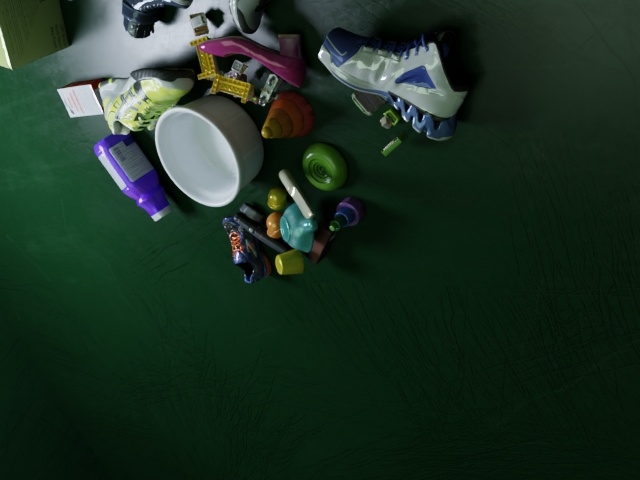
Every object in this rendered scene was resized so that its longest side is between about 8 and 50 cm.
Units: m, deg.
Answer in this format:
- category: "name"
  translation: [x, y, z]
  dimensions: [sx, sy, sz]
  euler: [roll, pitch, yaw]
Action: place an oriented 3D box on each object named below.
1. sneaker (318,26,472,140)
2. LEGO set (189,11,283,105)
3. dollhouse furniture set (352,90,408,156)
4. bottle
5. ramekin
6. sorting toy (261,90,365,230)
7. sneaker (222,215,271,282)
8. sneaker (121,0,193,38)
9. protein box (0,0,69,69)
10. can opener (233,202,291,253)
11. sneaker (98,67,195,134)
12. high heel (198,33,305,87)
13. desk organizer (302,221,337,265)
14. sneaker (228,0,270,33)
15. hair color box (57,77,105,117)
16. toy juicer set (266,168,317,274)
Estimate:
- category: "sneaker"
  translation: [0.171, -0.355, 1.311]
  dimensions: [0.315, 0.127, 0.182]
  euler: [34, 133, 3]
- category: "LEGO set"
  translation: [-0.218, -0.413, 1.605]
  dimensions: [0.287, 0.107, 0.132]
  euler: [42, 103, 11]
- category: "dollhouse furniture set"
  translation: [0.119, -0.262, 1.445]
  dimensions: [0.152, 0.076, 0.058]
  euler: [48, 137, -4]
- category: "bottle"
  translation: [-0.548, -0.190, 1.993]
  dimensions: [0.092, 0.118, 0.283]
  euler: [-23, 107, 43]
- category: "ramekin"
  translation: [-0.279, -0.238, 1.731]
  dimensions: [0.277, 0.135, 0.277]
  euler: [21, 132, 25]
- category: "sorting toy"
  translation: [-0.030, -0.173, 1.594]
  dimensions: [0.127, 0.126, 0.366]
  euler: [-21, 106, 45]
- category: "sneaker"
  translation: [-0.219, 0.027, 1.922]
  dimensions: [0.083, 0.087, 0.221]
  euler: [-13, 113, 42]
- category: "sneaker"
  translation: [-0.394, -0.552, 1.606]
  dimensions: [0.226, 0.086, 0.163]
  euler: [34, 126, 27]
- category: "protein box"
  translation: [-0.831, -0.608, 1.832]
  dimensions: [0.136, 0.201, 0.200]
  euler: [22, 132, 24]
- category: "can opener"
  translation: [-0.161, -0.023, 1.853]
  dimensions: [0.186, 0.059, 0.073]
  euler: [41, 122, 2]
- category: "sneaker"
  translation: [-0.441, -0.363, 1.737]
  dimensions: [0.384, 0.145, 0.147]
  euler: [1, 98, 50]
- category: "high heel"
  translation: [-0.155, -0.401, 1.505]
  dimensions: [0.244, 0.082, 0.117]
  euler: [0, 107, 5]
- category: "desk organizer"
  translation: [0.000, 0.000, 1.760]
  dimensions: [0.050, 0.047, 0.130]
  euler: [39, 136, 14]
- category: "sneaker"
  translation: [-0.116, -0.546, 1.398]
  dimensions: [0.108, 0.100, 0.272]
  euler: [32, 136, 7]
- category: "hair color box"
  translation: [-0.693, -0.421, 1.977]
  dimensions: [0.167, 0.053, 0.093]
  euler: [3, 124, 35]
- category: "toy juicer set"
  translation: [-0.062, -0.067, 1.700]
  dimensions: [0.329, 0.089, 0.209]
  euler: [115, 140, -56]
